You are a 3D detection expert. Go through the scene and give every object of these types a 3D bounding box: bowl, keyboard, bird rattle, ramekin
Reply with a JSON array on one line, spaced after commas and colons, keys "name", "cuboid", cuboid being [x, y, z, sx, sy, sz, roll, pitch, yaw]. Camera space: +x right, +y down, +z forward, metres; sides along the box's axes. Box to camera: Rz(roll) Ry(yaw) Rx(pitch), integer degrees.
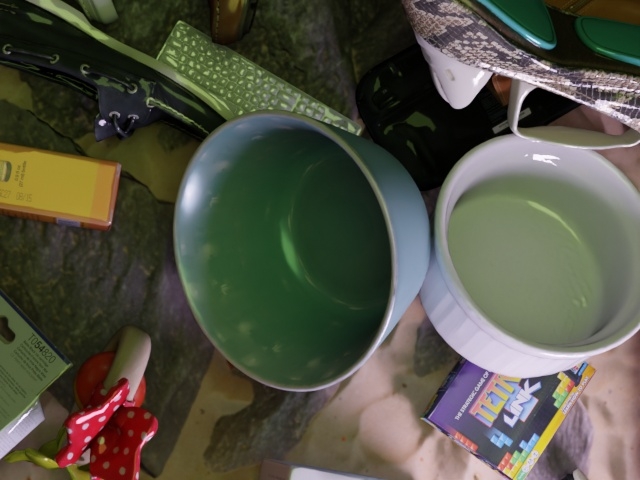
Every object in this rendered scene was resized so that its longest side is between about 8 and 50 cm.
[{"name": "bowl", "cuboid": [0.000, 0.000, 1.749, 0.163, 0.311, 0.312, -16, 87, -53]}, {"name": "keyboard", "cuboid": [-0.077, -0.169, 1.866, 0.256, 0.014, 0.072, 30, 81, -5]}, {"name": "bird rattle", "cuboid": [-0.247, 0.182, 1.701, 0.143, 0.253, 0.207, 22, 58, -7]}, {"name": "ramekin", "cuboid": [0.244, 0.026, 1.807, 0.277, 0.135, 0.277, 6, 65, -13]}]

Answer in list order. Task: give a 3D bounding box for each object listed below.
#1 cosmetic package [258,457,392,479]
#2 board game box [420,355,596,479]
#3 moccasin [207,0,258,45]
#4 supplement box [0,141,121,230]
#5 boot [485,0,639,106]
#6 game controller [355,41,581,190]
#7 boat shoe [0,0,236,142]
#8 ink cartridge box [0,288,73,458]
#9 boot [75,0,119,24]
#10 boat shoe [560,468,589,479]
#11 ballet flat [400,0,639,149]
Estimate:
[{"name": "cosmetic package", "cuboid": [0.008, 0.453, 1.747, 0.217, 0.156, 0.385, 11, 82, -14]}, {"name": "board game box", "cuboid": [0.226, 0.183, 1.868, 0.141, 0.048, 0.170, 36, 80, -6]}, {"name": "moccasin", "cuboid": [-0.158, -0.409, 1.811, 0.146, 0.139, 0.380, -13, 87, -9]}, {"name": "supplement box", "cuboid": [-0.350, -0.068, 1.780, 0.233, 0.080, 0.078, 10, 83, -10]}, {"name": "boot", "cuboid": [0.299, -0.232, 1.838, 0.220, 0.109, 0.283, -45, 118, 1]}, {"name": "game controller", "cuboid": [0.203, -0.193, 1.900, 0.319, 0.067, 0.166, -30, 105, -10]}, {"name": "boat shoe", "cuboid": [-0.243, -0.171, 1.782, 0.340, 0.127, 0.113, 32, 82, -4]}, {"name": "ink cartridge box", "cuboid": [-0.406, 0.158, 1.705, 0.224, 0.045, 0.223, -43, 56, -10]}, {"name": "boot", "cuboid": [-0.341, -0.344, 1.808, 0.123, 0.095, 0.258, -28, 82, -5]}, {"name": "boat shoe", "cuboid": [0.332, 0.336, 1.876, 0.042, 0.049, 0.133, -36, 99, 17]}, {"name": "ballet flat", "cuboid": [0.241, -0.197, 1.724, 0.482, 0.164, 0.182, 20, 123, -19]}]
